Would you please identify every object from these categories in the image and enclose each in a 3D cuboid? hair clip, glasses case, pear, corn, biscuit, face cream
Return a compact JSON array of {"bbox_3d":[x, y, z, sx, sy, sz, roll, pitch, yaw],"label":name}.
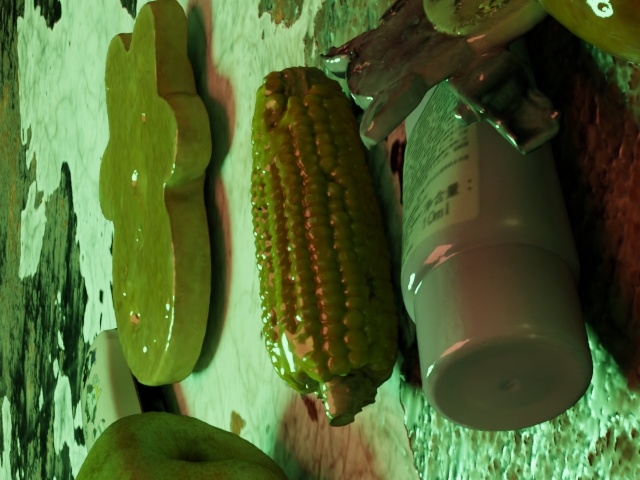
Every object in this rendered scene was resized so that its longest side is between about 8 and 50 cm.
[{"bbox_3d":[0.077,-0.110,0.883,0.146,0.056,0.187,-37,34,7],"label":"hair clip"},{"bbox_3d":[-0.179,0.218,1.558,0.122,0.075,0.314,107,152,-42],"label":"glasses case"},{"bbox_3d":[-0.111,0.254,1.250,0.228,0.188,0.211,-147,67,-63],"label":"pear"},{"bbox_3d":[0.000,0.000,1.110,0.097,0.097,0.262,133,134,-59],"label":"corn"},{"bbox_3d":[-0.151,-0.041,1.520,0.275,0.052,0.355,149,117,-64],"label":"biscuit"},{"bbox_3d":[0.089,-0.025,0.921,0.154,0.096,0.274,115,158,-46],"label":"face cream"}]

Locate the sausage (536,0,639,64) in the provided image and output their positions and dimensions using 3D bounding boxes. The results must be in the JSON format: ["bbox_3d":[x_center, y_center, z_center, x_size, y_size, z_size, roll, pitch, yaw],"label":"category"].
[{"bbox_3d":[0.128,-0.173,0.792,0.270,0.108,0.109,-116,34,-46],"label":"sausage"}]
